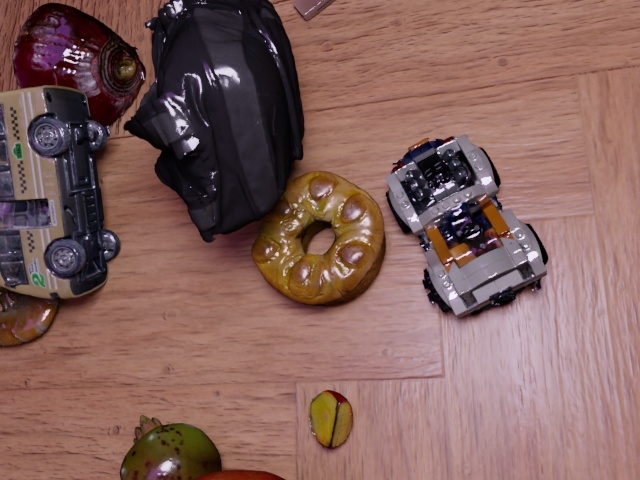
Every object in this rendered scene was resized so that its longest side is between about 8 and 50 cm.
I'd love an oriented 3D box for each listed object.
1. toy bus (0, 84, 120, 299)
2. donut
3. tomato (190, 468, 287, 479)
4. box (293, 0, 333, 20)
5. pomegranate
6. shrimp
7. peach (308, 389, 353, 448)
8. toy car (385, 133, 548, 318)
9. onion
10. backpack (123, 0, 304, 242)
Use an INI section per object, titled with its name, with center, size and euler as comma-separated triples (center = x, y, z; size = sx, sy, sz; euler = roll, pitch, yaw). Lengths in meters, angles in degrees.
[toy bus]
center = -0.494, -0.082, 1.146
size = 0.201, 0.177, 0.366
euler = -3, 98, 7
[donut]
center = 0.001, 0.002, 1.073
size = 0.226, 0.114, 0.227
euler = -4, 74, 14
[tomato]
center = -0.116, 0.476, 0.860
size = 0.292, 0.325, 0.290
euler = 6, 32, -1
[box]
center = 0.004, -0.478, 1.248
size = 0.115, 0.025, 0.048
euler = -38, 64, 3
[pomegranate]
center = -0.250, 0.362, 1.035
size = 0.159, 0.159, 0.205
euler = -53, 41, -2
[shrimp]
center = -0.637, 0.136, 1.245
size = 0.287, 0.063, 0.152
euler = -11, 71, 10
[peach]
center = 0.021, 0.285, 1.024
size = 0.077, 0.050, 0.083
euler = -39, 57, 28
[toy car]
center = 0.217, -0.031, 1.022
size = 0.193, 0.118, 0.301
euler = -27, 69, 10
[onion]
center = -0.497, -0.334, 1.261
size = 0.216, 0.207, 0.206
euler = 13, 76, 24
[backpack]
center = -0.152, -0.200, 0.989
size = 0.254, 0.446, 0.364
euler = -14, 117, 3
